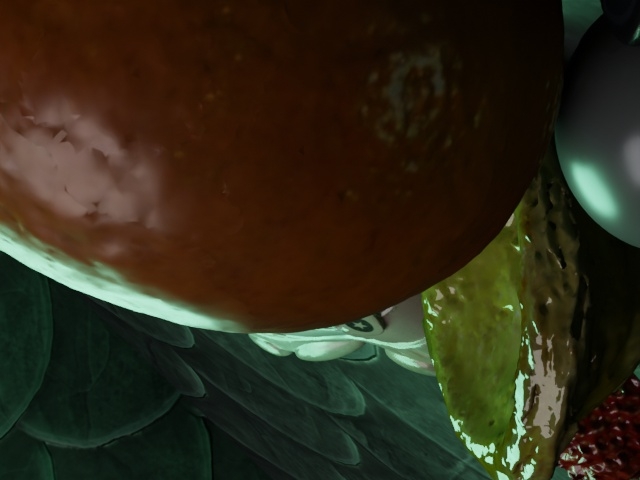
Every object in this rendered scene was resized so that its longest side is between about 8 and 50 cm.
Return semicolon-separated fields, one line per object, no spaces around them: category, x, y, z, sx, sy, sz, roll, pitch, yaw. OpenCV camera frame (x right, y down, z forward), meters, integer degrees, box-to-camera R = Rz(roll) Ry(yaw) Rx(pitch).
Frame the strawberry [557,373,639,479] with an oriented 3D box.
strawberry;0.219;0.136;1.794;0.286;0.106;0.188;47;161;-30

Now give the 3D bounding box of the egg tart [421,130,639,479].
egg tart;0.154;0.026;1.416;0.120;0.315;0.315;-5;172;-13

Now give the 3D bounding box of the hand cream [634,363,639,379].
hand cream;0.230;0.041;1.565;0.312;0.070;0.111;43;164;-8

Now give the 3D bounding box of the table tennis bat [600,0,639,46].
table tennis bat;0.152;-0.175;1.017;0.027;0.150;0.236;-2;-174;-4

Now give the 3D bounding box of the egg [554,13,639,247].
egg;0.206;-0.066;1.128;0.146;0.146;0.198;35;162;11

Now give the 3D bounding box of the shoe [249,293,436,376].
shoe;0.001;-0.003;1.736;0.351;0.172;0.198;5;158;43

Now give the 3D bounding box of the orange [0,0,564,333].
orange;-0.063;-0.143;1.101;0.424;0.326;0.424;21;-161;-7
